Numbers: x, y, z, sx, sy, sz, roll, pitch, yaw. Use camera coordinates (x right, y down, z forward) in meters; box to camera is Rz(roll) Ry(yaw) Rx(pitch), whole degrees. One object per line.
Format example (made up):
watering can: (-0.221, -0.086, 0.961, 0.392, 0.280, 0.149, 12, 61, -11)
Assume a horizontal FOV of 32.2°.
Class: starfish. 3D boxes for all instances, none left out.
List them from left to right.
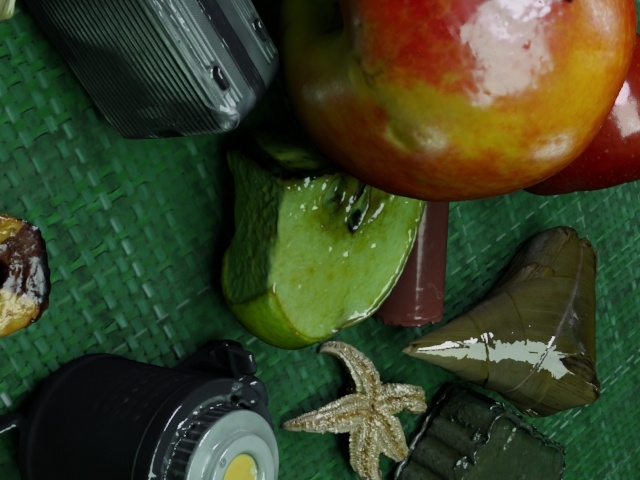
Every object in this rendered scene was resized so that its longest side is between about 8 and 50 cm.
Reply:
starfish: (0.056, 0.237, 1.517, 0.216, 0.071, 0.238, -31, 113, -31)

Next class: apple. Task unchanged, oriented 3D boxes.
apple: (0.347, -0.177, 1.491, 0.260, 0.260, 0.217, -22, 98, -29)

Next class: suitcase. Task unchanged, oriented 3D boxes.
suitcase: (-0.189, -0.245, 1.105, 0.128, 0.202, 0.312, -56, 131, -33)

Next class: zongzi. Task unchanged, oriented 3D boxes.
zongzi: (0.255, 0.081, 1.558, 0.300, 0.145, 0.274, 21, 60, -23)

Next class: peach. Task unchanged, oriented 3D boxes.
peach: (0.147, -0.222, 1.166, 0.388, 0.388, 0.389, -11, 110, -33)

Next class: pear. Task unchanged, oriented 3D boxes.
pear: (0.000, 0.000, 1.340, 0.238, 0.164, 0.256, -9, 116, -35)

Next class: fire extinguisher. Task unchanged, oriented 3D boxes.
fire extinguisher: (0.097, -0.059, 1.442, 0.147, 0.106, 0.337, -2, 105, -10)

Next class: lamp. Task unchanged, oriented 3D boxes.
lamp: (-0.189, 0.243, 1.207, 0.374, 0.272, 0.205, -28, 117, -26)

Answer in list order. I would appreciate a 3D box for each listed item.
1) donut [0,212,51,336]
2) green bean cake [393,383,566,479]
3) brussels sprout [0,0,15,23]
donut: (-0.350, 0.034, 1.163, 0.140, 0.059, 0.141, -12, 111, -33)
green bean cake: (0.237, 0.362, 1.642, 0.255, 0.132, 0.241, 33, 81, -41)
brussels sprout: (-0.410, -0.245, 0.937, 0.316, 0.243, 0.274, -41, 144, 4)
